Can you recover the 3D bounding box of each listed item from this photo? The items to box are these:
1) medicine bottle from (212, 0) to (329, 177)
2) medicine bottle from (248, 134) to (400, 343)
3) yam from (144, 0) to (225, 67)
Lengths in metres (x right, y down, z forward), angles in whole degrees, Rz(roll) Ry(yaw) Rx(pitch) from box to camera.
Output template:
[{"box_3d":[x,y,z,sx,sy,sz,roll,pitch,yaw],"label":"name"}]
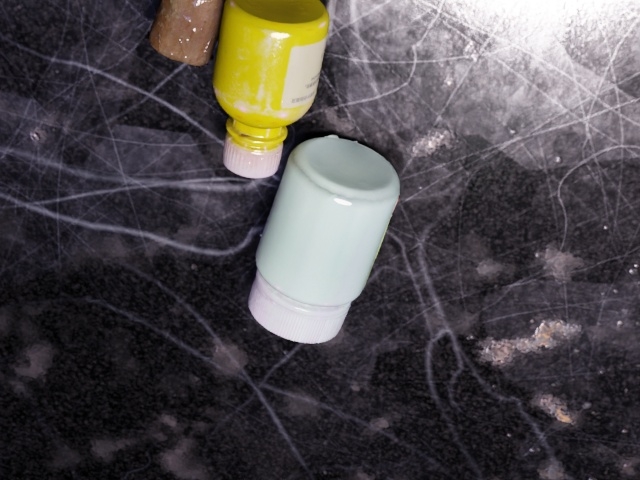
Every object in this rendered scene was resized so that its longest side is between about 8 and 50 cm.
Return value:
[{"box_3d":[-0.065,-0.178,1.995,0.122,0.122,0.212,13,122,2],"label":"medicine bottle"},{"box_3d":[0.000,0.000,2.079,0.139,0.139,0.225,19,121,-2],"label":"medicine bottle"},{"box_3d":[-0.147,-0.271,1.980,0.084,0.084,0.127,19,124,-2],"label":"yam"}]
